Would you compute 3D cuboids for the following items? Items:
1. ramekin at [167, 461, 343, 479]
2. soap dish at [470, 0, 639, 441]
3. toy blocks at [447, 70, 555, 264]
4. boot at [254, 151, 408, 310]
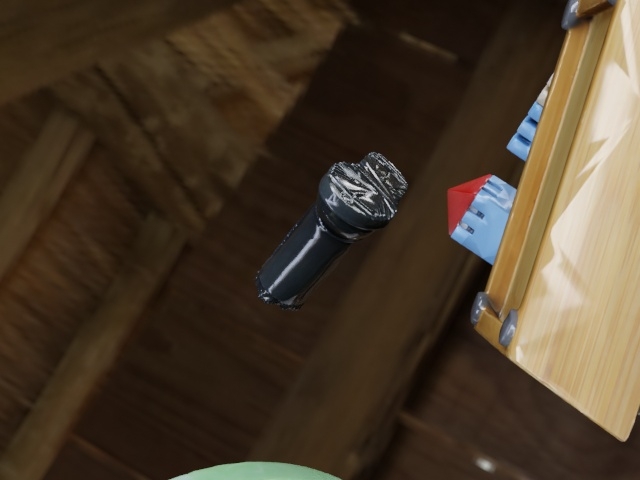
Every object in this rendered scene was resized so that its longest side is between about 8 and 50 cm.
[{"bbox_3d":[-0.026,0.288,0.977,0.303,0.148,0.304,-9,-73,-29],"label":"ramekin"},{"bbox_3d":[0.191,-0.034,1.117,0.229,0.118,0.291,-110,37,-87],"label":"soap dish"},{"bbox_3d":[0.274,-0.066,1.416,0.381,0.261,0.191,-59,-7,31],"label":"toy blocks"},{"bbox_3d":[0.000,0.000,1.028,0.099,0.045,0.121,-46,-2,19],"label":"boot"}]
